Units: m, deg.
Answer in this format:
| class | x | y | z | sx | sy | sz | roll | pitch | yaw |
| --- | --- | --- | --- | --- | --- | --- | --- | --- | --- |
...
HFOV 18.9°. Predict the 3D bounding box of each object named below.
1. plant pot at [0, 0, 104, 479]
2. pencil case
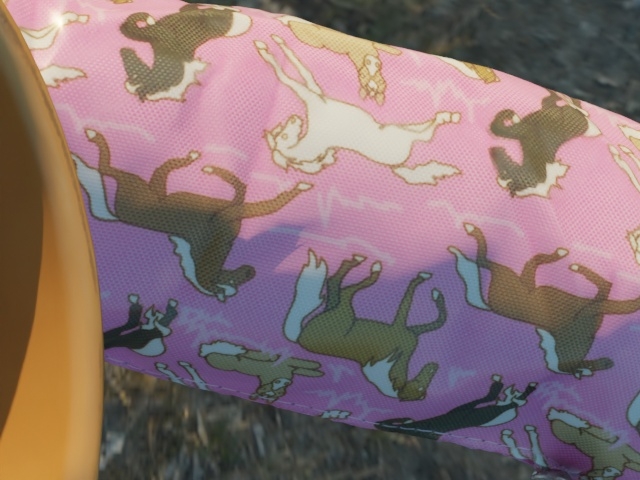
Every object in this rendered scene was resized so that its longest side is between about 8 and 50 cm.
| class | x | y | z | sx | sy | sz | roll | pitch | yaw |
| --- | --- | --- | --- | --- | --- | --- | --- | --- | --- |
| plant pot | -0.222 | 0.035 | 0.460 | 0.203 | 0.291 | 0.291 | -4 | 103 | 37 |
| pencil case | 0.000 | 0.000 | 0.827 | 0.386 | 0.160 | 0.167 | 15 | 56 | -18 |
